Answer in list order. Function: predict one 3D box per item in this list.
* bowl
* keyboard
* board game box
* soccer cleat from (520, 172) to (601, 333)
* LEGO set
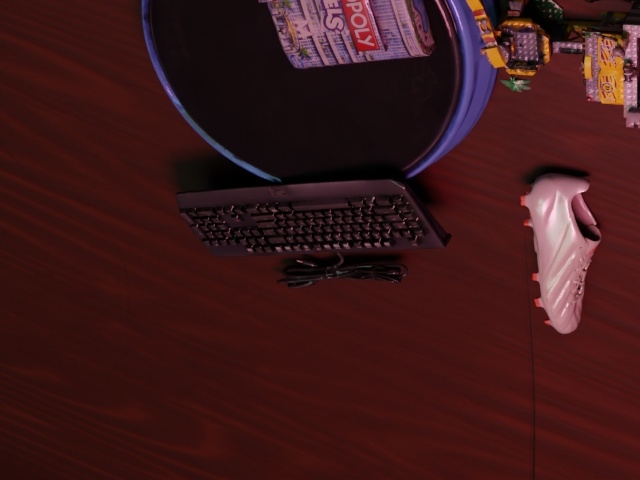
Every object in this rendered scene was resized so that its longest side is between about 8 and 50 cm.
[{"bbox_3d":[-0.009,-0.216,1.691,0.391,0.077,0.391,13,129,17],"label":"bowl"},{"bbox_3d":[0.000,0.000,1.824,0.317,0.033,0.201,-2,146,36],"label":"keyboard"},{"bbox_3d":[0.035,-0.252,1.551,0.194,0.060,0.194,-3,123,28],"label":"board game box"},{"bbox_3d":[0.266,0.018,1.746,0.076,0.068,0.196,-1,121,22],"label":"soccer cleat"},{"bbox_3d":[0.237,-0.250,1.470,0.255,0.192,0.331,14,129,15],"label":"LEGO set"}]
